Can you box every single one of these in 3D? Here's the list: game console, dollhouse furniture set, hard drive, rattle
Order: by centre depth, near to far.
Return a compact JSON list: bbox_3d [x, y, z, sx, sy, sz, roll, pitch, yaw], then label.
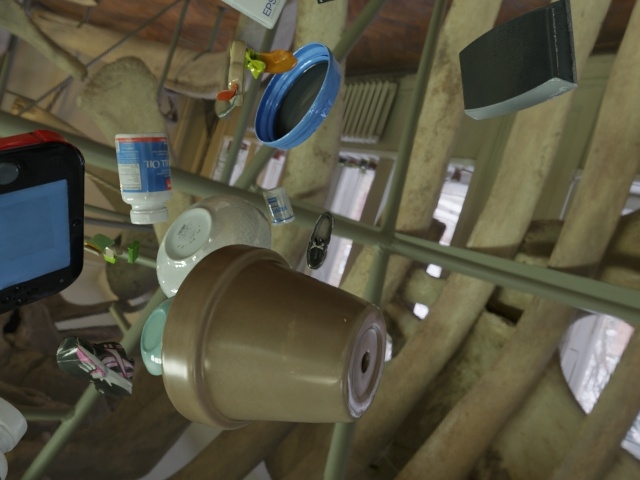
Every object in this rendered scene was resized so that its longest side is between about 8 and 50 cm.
[{"bbox_3d":[-0.557,0.008,0.813,0.060,0.386,0.342,42,-135,18],"label":"game console"},{"bbox_3d":[0.364,-0.336,0.965,0.054,0.172,0.255,-7,-177,-23],"label":"hard drive"},{"bbox_3d":[-0.122,-0.304,0.976,0.143,0.130,0.199,17,-151,-18],"label":"rattle"},{"bbox_3d":[-0.588,0.011,1.407,0.152,0.058,0.076,22,-142,4],"label":"dollhouse furniture set"}]

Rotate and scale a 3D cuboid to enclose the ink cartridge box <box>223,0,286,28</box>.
[{"bbox_3d":[-0.211,-0.837,1.424,0.330,0.324,0.071,24,-175,-23],"label":"ink cartridge box"}]

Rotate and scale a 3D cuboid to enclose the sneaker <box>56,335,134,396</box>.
[{"bbox_3d":[-0.381,0.204,0.866,0.072,0.077,0.178,-3,142,8],"label":"sneaker"}]

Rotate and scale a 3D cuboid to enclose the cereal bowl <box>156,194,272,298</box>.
[{"bbox_3d":[-0.304,0.017,1.322,0.339,0.339,0.141,19,164,38],"label":"cereal bowl"}]

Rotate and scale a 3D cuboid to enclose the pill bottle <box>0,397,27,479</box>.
[{"bbox_3d":[-0.656,0.421,0.821,0.188,0.188,0.334,18,-141,2],"label":"pill bottle"}]

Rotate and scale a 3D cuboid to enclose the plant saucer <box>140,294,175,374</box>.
[{"bbox_3d":[-0.379,0.217,1.186,0.037,0.195,0.195,29,174,-40],"label":"plant saucer"}]

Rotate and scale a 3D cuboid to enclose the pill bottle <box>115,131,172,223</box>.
[{"bbox_3d":[-0.438,-0.158,1.258,0.124,0.221,0.124,-2,-167,1],"label":"pill bottle"}]

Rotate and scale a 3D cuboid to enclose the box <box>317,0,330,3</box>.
[{"bbox_3d":[0.100,-0.846,1.510,0.261,0.184,0.103,-10,161,11],"label":"box"}]

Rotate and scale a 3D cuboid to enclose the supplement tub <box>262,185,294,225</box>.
[{"bbox_3d":[-0.124,-0.102,1.486,0.071,0.107,0.071,-17,-167,4],"label":"supplement tub"}]

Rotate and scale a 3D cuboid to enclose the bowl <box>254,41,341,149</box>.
[{"bbox_3d":[-0.080,-0.492,1.734,0.077,0.391,0.391,27,176,-36],"label":"bowl"}]

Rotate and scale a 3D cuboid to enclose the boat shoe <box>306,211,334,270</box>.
[{"bbox_3d":[0.000,0.000,1.038,0.046,0.125,0.038,19,168,6],"label":"boat shoe"}]

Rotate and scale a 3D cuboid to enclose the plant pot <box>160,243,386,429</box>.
[{"bbox_3d":[-0.040,0.145,0.684,0.229,0.263,0.263,7,177,26],"label":"plant pot"}]
